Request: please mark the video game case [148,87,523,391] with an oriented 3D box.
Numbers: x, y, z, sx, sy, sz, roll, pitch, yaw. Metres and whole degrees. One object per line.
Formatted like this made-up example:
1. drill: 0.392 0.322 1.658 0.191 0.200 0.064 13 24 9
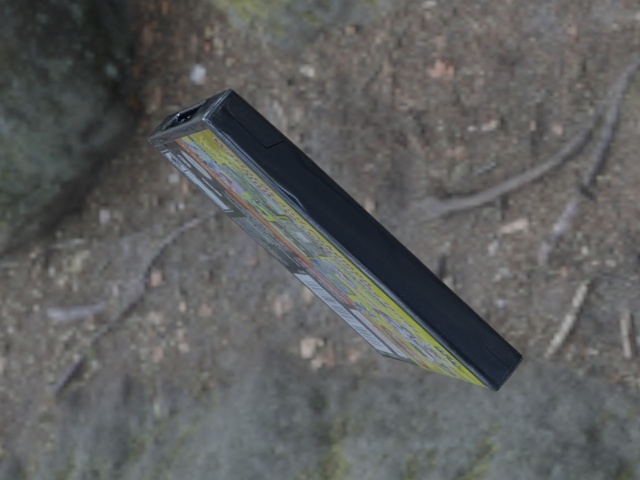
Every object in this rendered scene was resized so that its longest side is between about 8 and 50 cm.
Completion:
1. video game case: 0.000 0.000 1.045 0.035 0.275 0.248 -49 12 -9
